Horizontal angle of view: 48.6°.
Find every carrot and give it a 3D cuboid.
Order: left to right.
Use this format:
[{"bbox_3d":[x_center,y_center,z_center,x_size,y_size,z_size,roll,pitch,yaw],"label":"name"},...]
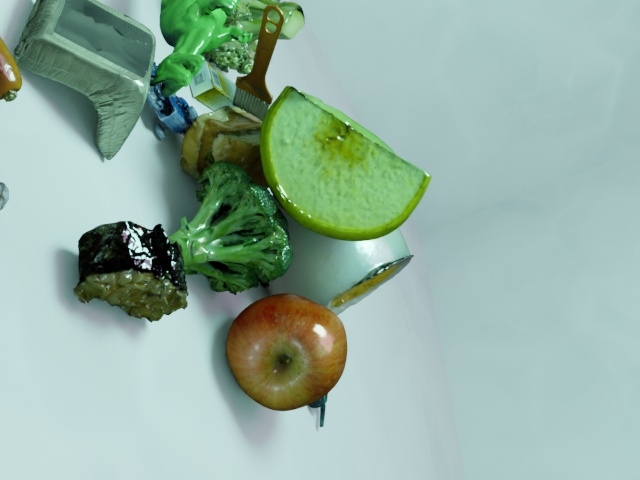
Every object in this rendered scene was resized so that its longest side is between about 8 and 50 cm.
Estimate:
[{"bbox_3d":[-0.493,-0.299,1.000,0.225,0.067,0.067,64,17,-12],"label":"carrot"}]

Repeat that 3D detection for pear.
[{"bbox_3d":[0.023,-0.141,1.467,0.342,0.239,0.318,32,5,-5],"label":"pear"}]

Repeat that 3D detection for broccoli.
[{"bbox_3d":[-0.193,-0.017,1.378,0.269,0.254,0.269,21,54,-31],"label":"broccoli"},{"bbox_3d":[-0.218,-0.581,1.852,0.338,0.317,0.277,17,92,-40],"label":"broccoli"}]

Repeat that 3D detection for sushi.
[{"bbox_3d":[-0.276,0.051,1.110,0.212,0.147,0.115,51,18,-63],"label":"sushi"}]

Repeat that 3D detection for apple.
[{"bbox_3d":[-0.061,0.213,1.429,0.241,0.242,0.242,-61,128,-77],"label":"apple"}]

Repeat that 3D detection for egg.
[{"bbox_3d":[0.000,0.000,1.734,0.340,0.354,0.354,57,14,11],"label":"egg"}]

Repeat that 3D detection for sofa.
[{"bbox_3d":[-0.414,-0.298,1.230,0.225,0.176,0.210,22,41,-29],"label":"sofa"}]

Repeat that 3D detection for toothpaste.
[{"bbox_3d":[-0.241,-0.373,1.883,0.313,0.071,0.089,24,45,-67],"label":"toothpaste"}]

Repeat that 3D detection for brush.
[{"bbox_3d":[-0.119,-0.353,1.419,0.090,0.314,0.017,29,58,1],"label":"brush"}]

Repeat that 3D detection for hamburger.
[{"bbox_3d":[-0.181,-0.179,1.586,0.162,0.209,0.330,35,28,11],"label":"hamburger"}]

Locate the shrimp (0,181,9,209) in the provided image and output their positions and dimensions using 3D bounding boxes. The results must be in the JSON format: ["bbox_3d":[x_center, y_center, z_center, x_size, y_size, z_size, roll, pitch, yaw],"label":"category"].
[{"bbox_3d":[-0.430,-0.021,0.854,0.165,0.065,0.057,-90,177,-51],"label":"shrimp"}]

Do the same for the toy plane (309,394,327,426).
[{"bbox_3d":[0.001,0.347,1.771,0.235,0.060,0.096,-82,155,-53],"label":"toy plane"}]

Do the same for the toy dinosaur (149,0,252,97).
[{"bbox_3d":[-0.313,-0.429,1.465,0.144,0.499,0.375,47,64,-37],"label":"toy dinosaur"}]

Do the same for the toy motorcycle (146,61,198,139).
[{"bbox_3d":[-0.325,-0.293,1.491,0.136,0.092,0.254,64,6,18],"label":"toy motorcycle"}]
